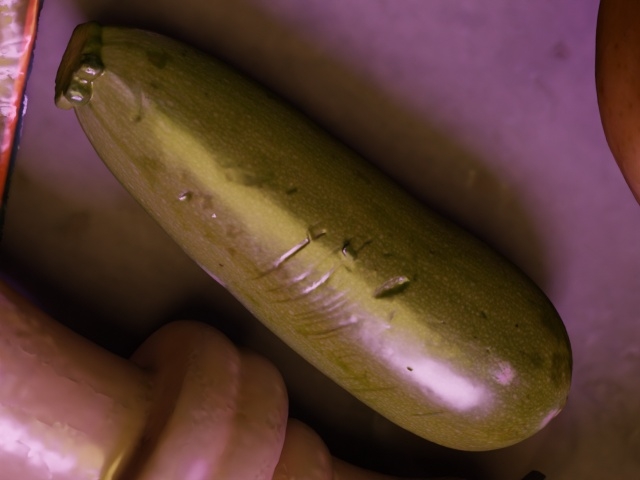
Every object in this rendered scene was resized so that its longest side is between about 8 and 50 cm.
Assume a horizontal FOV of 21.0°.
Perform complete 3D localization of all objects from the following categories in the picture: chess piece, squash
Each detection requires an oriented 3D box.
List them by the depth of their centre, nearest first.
[{"bbox_3d":[0.000,0.000,0.547,0.201,0.066,0.066,38,109,-17],"label":"squash"},{"bbox_3d":[-0.050,0.080,0.559,0.397,0.117,0.117,32,111,-18],"label":"chess piece"}]

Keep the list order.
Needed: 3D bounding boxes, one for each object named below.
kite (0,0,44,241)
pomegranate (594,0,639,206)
[{"bbox_3d":[-0.223,-0.122,0.514,0.327,0.013,0.377,-23,116,10],"label":"kite"},{"bbox_3d":[0.189,-0.063,0.437,0.233,0.233,0.233,0,115,-1],"label":"pomegranate"}]
